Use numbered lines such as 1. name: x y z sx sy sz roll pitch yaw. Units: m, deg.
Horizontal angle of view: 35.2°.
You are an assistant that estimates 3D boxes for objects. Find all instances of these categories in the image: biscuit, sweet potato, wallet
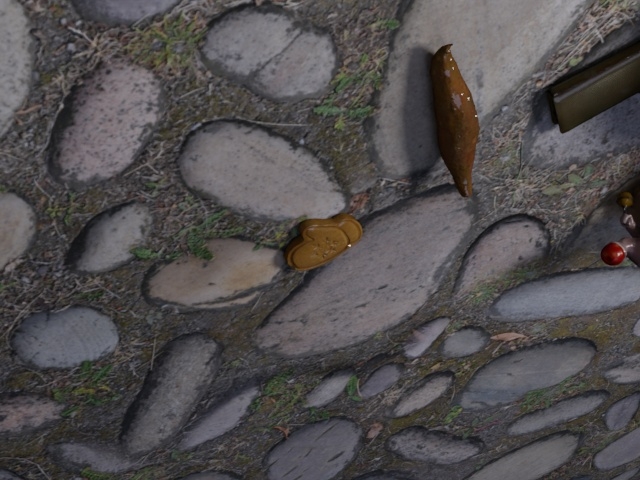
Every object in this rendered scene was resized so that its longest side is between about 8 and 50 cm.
1. biscuit: 0.001 0.001 1.701 0.140 0.023 0.118 -34 143 10
2. sweet potato: 0.214 -0.191 1.567 0.072 0.066 0.314 -27 141 -11
3. wallet: 0.472 -0.258 1.669 0.198 0.031 0.110 -29 144 2

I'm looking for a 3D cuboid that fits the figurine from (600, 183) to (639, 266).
1. figurine: 0.655 -0.035 1.915 0.287 0.186 0.176 -42 -179 -37
